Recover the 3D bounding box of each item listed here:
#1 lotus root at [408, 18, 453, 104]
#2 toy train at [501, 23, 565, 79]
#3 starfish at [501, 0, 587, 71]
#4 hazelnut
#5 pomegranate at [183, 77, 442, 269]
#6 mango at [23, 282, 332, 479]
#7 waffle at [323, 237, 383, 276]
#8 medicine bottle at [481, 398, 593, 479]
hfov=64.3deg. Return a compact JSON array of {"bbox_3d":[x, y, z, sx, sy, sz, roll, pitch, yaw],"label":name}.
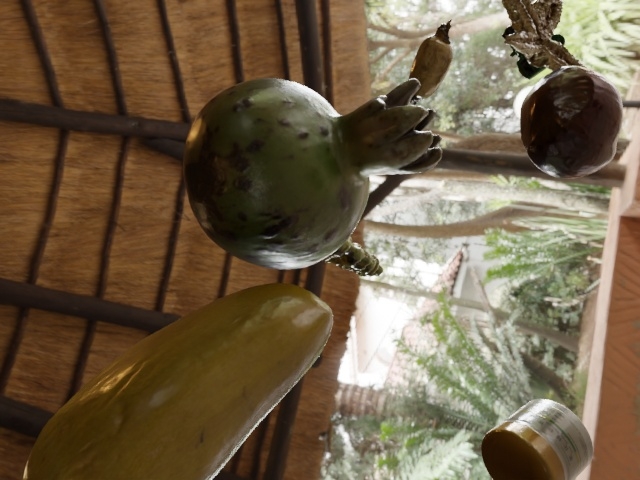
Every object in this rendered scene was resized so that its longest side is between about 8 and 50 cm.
[{"bbox_3d":[0.192,-0.305,0.878,0.072,0.063,0.152,-33,-32,-60],"label":"lotus root"},{"bbox_3d":[0.583,-0.537,1.396,0.227,0.136,0.091,52,-153,3],"label":"toy train"},{"bbox_3d":[0.549,-0.536,1.240,0.432,0.082,0.323,2,-96,-35],"label":"starfish"},{"bbox_3d":[0.446,-0.212,0.917,0.160,0.170,0.201,15,-94,-64],"label":"hazelnut"},{"bbox_3d":[-0.009,-0.082,0.627,0.242,0.306,0.242,-4,-90,-84],"label":"pomegranate"},{"bbox_3d":[-0.143,0.161,0.517,0.332,0.195,0.142,-40,-69,-19],"label":"mango"},{"bbox_3d":[0.002,-0.002,0.897,0.223,0.204,0.054,36,-101,-46],"label":"waffle"},{"bbox_3d":[0.644,0.626,1.516,0.232,0.238,0.237,-19,-60,-33],"label":"medicine bottle"}]
